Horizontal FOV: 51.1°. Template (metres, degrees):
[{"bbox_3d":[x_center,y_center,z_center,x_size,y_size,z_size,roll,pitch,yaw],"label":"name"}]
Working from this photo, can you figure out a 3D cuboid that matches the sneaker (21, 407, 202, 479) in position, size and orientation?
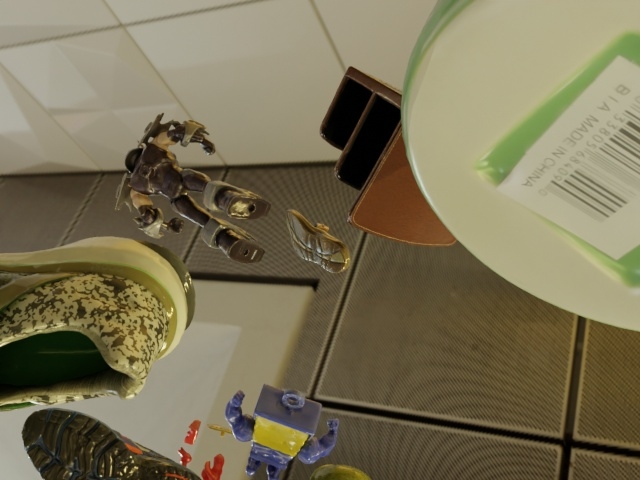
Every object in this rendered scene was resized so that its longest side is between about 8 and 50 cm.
[{"bbox_3d":[-0.237,0.255,0.752,0.087,0.221,0.083,-3,-129,57],"label":"sneaker"}]

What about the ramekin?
[{"bbox_3d":[0.195,-0.080,0.385,0.303,0.303,0.148,10,-129,34],"label":"ramekin"}]

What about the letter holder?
[{"bbox_3d":[0.140,-0.121,1.105,0.152,0.301,0.215,41,-69,39],"label":"letter holder"}]

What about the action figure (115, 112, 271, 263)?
[{"bbox_3d":[-0.199,-0.073,0.982,0.285,0.099,0.185,33,-68,31],"label":"action figure"}]

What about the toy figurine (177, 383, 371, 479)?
[{"bbox_3d":[-0.049,0.349,1.109,0.362,0.217,0.191,21,-151,1],"label":"toy figurine"}]

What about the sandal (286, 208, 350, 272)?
[{"bbox_3d":[0.000,0.000,1.092,0.049,0.072,0.180,-18,-150,-31],"label":"sandal"}]

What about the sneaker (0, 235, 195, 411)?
[{"bbox_3d":[-0.320,0.093,0.580,0.410,0.158,0.182,-9,-158,-3],"label":"sneaker"}]
